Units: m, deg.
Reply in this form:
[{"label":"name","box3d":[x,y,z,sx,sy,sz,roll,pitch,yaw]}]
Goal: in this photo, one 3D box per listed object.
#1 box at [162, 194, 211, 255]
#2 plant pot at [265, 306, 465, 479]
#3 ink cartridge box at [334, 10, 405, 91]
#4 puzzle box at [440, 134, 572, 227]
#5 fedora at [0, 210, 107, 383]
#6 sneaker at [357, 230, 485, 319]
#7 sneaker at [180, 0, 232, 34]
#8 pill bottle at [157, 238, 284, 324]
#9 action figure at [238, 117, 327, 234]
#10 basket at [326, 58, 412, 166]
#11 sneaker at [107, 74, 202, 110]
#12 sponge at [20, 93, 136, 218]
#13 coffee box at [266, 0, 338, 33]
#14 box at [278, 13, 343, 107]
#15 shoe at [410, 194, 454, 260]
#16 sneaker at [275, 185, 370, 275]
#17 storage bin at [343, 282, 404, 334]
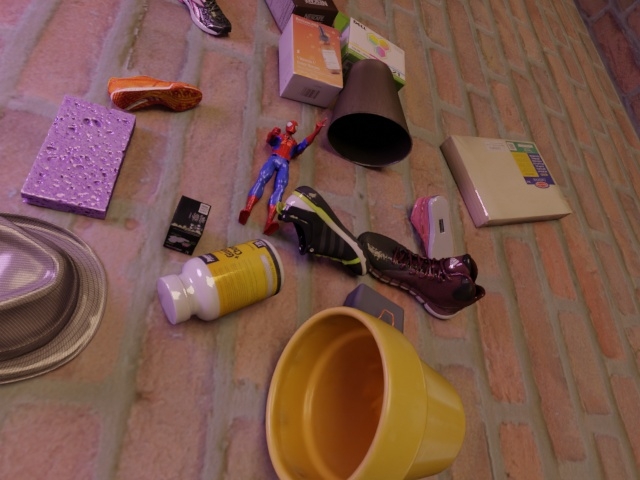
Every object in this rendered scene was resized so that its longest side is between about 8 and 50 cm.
[{"label":"box","box3d":[-0.223,-0.024,0.692,0.052,0.083,0.062,21,56,-19]},{"label":"plant pot","box3d":[0.084,0.256,0.631,0.239,0.254,0.254,28,53,-34]},{"label":"ink cartridge box","box3d":[0.131,-0.532,1.135,0.188,0.097,0.256,18,63,-26]},{"label":"puzzle box","box3d":[0.561,-0.178,1.234,0.408,0.052,0.272,-4,67,-31]},{"label":"fedora","box3d":[-0.419,0.049,0.518,0.275,0.124,0.244,15,59,-22]},{"label":"sneaker","box3d":[0.221,0.045,0.854,0.281,0.162,0.107,33,53,-10]},{"label":"sneaker","box3d":[-0.274,-0.557,0.955,0.178,0.077,0.072,45,53,-2]},{"label":"pill bottle","box3d":[-0.158,0.067,0.668,0.184,0.103,0.103,-18,75,-36]},{"label":"action figure","box3d":[-0.072,-0.163,0.824,0.091,0.139,0.281,25,53,-17]},{"label":"basket","box3d":[0.119,-0.318,1.005,0.204,0.154,0.227,15,55,-15]},{"label":"sneaker","box3d":[-0.315,-0.293,0.801,0.175,0.064,0.068,-8,59,-35]},{"label":"sponge","box3d":[-0.395,-0.142,0.693,0.117,0.031,0.210,15,58,-22]},{"label":"coffee box","box3d":[-0.072,-0.673,1.116,0.141,0.098,0.247,-15,73,-34]},{"label":"box","box3d":[-0.026,-0.430,1.000,0.130,0.091,0.171,5,72,-25]},{"label":"shoe","box3d":[0.261,-0.017,0.976,0.063,0.081,0.178,-8,98,-19]},{"label":"sneaker","box3d":[0.000,0.000,0.801,0.097,0.084,0.235,-45,113,-10]},{"label":"storage bin","box3d":[0.101,0.146,0.784,0.135,0.098,0.091,32,43,-11]}]
